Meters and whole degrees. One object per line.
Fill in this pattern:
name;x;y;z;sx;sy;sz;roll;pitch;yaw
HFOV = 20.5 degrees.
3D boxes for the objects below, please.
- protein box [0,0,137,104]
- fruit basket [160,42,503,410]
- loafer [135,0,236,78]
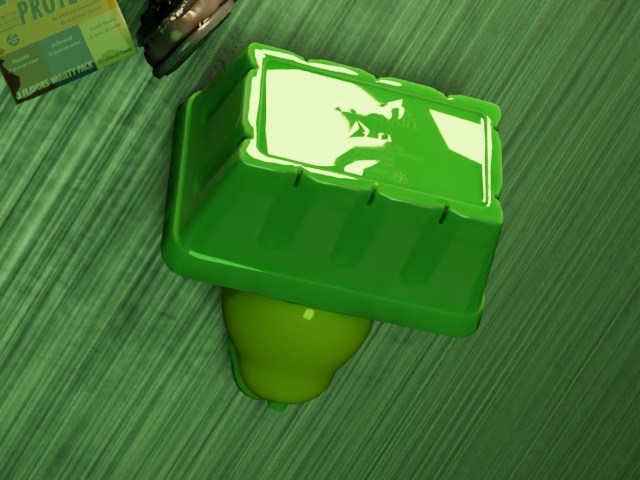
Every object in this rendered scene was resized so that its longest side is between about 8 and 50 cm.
protein box;-0.294;-0.270;1.826;0.136;0.200;0.201;-24;106;-4
fruit basket;0.000;0.000;1.959;0.392;0.283;0.392;2;144;1
loafer;-0.145;-0.250;1.819;0.109;0.302;0.095;-40;101;20
